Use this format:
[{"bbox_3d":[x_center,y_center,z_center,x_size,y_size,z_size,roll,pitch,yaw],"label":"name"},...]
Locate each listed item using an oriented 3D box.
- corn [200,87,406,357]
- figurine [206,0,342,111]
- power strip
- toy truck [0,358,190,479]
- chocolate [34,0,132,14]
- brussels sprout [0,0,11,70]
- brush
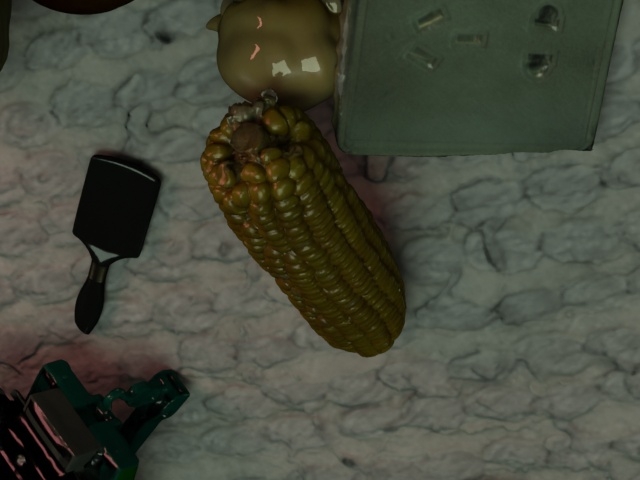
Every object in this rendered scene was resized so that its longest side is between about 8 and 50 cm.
[{"bbox_3d":[0.002,0.003,1.492,0.102,0.102,0.313,-8,147,20],"label":"corn"},{"bbox_3d":[-0.036,-0.192,1.437,0.114,0.108,0.196,-17,103,0],"label":"figurine"},{"bbox_3d":[0.112,-0.156,1.420,0.213,0.064,0.198,0,124,-11],"label":"power strip"},{"bbox_3d":[-0.260,0.259,1.738,0.176,0.178,0.363,50,126,25],"label":"toy truck"},{"bbox_3d":[-0.159,-0.250,1.393,0.176,0.177,0.177,7,125,11],"label":"chocolate"},{"bbox_3d":[-0.354,-0.199,1.404,0.242,0.316,0.274,-20,85,3],"label":"brussels sprout"},{"bbox_3d":[-0.185,0.008,1.651,0.063,0.016,0.193,22,126,1],"label":"brush"}]
